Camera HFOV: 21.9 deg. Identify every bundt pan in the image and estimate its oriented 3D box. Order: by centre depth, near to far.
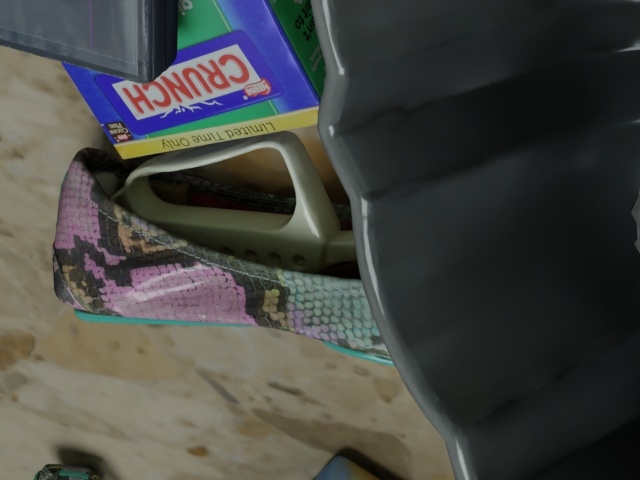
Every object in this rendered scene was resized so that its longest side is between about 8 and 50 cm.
[{"bbox_3d":[0.136,-0.017,0.398,0.331,0.124,0.330,40,142,41],"label":"bundt pan"}]

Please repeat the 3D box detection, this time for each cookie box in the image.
[{"bbox_3d":[-0.050,-0.085,0.557,0.092,0.040,0.107,-8,127,32],"label":"cookie box"}]

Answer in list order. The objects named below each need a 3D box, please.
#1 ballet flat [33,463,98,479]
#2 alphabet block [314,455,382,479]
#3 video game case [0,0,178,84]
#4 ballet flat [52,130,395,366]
[{"bbox_3d":[-0.107,0.153,0.818,0.041,0.041,0.114,5,134,22],"label":"ballet flat"},{"bbox_3d":[0.022,0.252,0.741,0.197,0.192,0.193,32,139,-7],"label":"alphabet block"},{"bbox_3d":[-0.169,-0.168,0.509,0.274,0.026,0.196,17,128,18],"label":"video game case"},{"bbox_3d":[0.000,0.000,0.602,0.222,0.077,0.079,7,114,20],"label":"ballet flat"}]
